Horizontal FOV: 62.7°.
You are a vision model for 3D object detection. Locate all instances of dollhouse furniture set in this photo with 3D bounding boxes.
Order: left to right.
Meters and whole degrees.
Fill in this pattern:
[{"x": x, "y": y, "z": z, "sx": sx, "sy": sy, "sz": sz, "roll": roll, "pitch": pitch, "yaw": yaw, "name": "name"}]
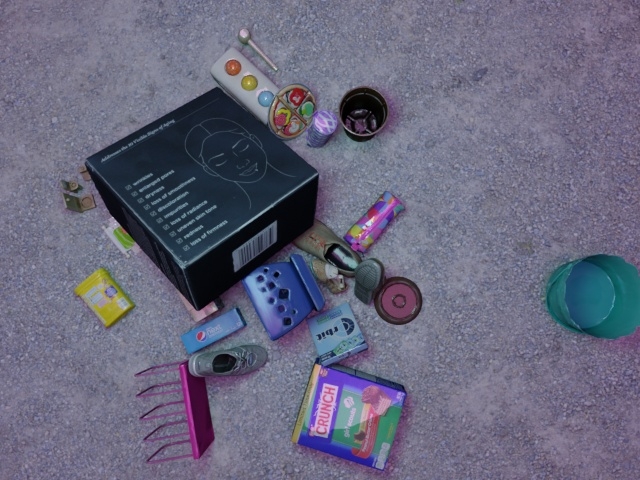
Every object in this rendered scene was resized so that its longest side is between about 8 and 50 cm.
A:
[{"x": -0.800, "y": -0.192, "z": 1.811, "sx": 0.151, "sy": 0.123, "sz": 0.143, "roll": -18, "pitch": 86, "yaw": 0, "name": "dollhouse furniture set"}]

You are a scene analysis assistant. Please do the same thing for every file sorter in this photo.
[{"x": -0.478, "y": 0.546, "z": 1.712, "sx": 0.183, "sy": 0.202, "sz": 0.290, "roll": -11, "pitch": 86, "yaw": 2, "name": "file sorter"}]

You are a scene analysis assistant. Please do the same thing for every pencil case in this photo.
[{"x": 0.000, "y": -0.375, "z": 1.773, "sx": 0.086, "sy": 0.206, "sz": 0.088, "roll": -44, "pitch": 94, "yaw": -11, "name": "pencil case"}, {"x": 0.182, "y": -0.059, "z": 1.795, "sx": 0.104, "sy": 0.104, "sz": 0.236, "roll": 40, "pitch": 87, "yaw": 4, "name": "pencil case"}]

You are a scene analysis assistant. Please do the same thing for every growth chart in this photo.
[{"x": -0.650, "y": -0.069, "z": 1.851, "sx": 0.172, "sy": 0.021, "sz": 0.237, "roll": 40, "pitch": 88, "yaw": 3, "name": "growth chart"}]

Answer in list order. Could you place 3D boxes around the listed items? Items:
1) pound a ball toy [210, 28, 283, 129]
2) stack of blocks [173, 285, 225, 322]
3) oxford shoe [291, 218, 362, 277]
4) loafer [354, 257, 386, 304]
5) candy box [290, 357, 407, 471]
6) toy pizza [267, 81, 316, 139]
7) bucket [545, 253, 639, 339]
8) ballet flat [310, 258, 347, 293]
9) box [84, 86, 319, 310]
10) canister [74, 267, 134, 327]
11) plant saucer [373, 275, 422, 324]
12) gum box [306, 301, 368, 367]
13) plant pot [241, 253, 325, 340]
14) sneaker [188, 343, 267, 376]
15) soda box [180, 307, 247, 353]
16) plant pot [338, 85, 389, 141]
[{"x": -0.229, "y": -0.573, "z": 1.823, "sx": 0.319, "sy": 0.136, "sz": 0.208, "roll": 44, "pitch": 88, "yaw": 3, "name": "pound a ball toy"}, {"x": -0.436, "y": 0.120, "z": 1.757, "sx": 0.087, "sy": 0.171, "sz": 0.297, "roll": -32, "pitch": 87, "yaw": -1, "name": "stack of blocks"}, {"x": 0.000, "y": 0.000, "z": 1.777, "sx": 0.348, "sy": 0.130, "sz": 0.122, "roll": 32, "pitch": 87, "yaw": 3, "name": "oxford shoe"}, {"x": 0.166, "y": 0.119, "z": 1.724, "sx": 0.094, "sy": 0.251, "sz": 0.087, "roll": 38, "pitch": 64, "yaw": 15, "name": "loafer"}, {"x": 0.093, "y": 0.568, "z": 1.738, "sx": 0.318, "sy": 0.122, "sz": 0.268, "roll": 17, "pitch": 87, "yaw": 4, "name": "candy box"}, {"x": -0.091, "y": -0.436, "z": 1.789, "sx": 0.201, "sy": 0.201, "sz": 0.032, "roll": -50, "pitch": 51, "yaw": -2, "name": "toy pizza"}, {"x": 0.891, "y": 0.182, "z": 1.721, "sx": 0.282, "sy": 0.183, "sz": 0.280, "roll": 0, "pitch": 85, "yaw": 2, "name": "bucket"}, {"x": 0.036, "y": 0.114, "z": 1.739, "sx": 0.067, "sy": 0.206, "sz": 0.073, "roll": -10, "pitch": 60, "yaw": 21, "name": "ballet flat"}, {"x": -0.338, "y": -0.139, "z": 1.585, "sx": 0.480, "sy": 0.297, "sz": 0.472, "roll": -37, "pitch": 68, "yaw": -24, "name": "box"}, {"x": -0.740, "y": 0.199, "z": 1.807, "sx": 0.126, "sy": 0.073, "sz": 0.170, "roll": -41, "pitch": 87, "yaw": -2, "name": "canister"}, {"x": 0.269, "y": 0.207, "z": 1.808, "sx": 0.169, "sy": 0.029, "sz": 0.168, "roll": 0, "pitch": 86, "yaw": 0, "name": "plant saucer"}, {"x": 0.053, "y": 0.310, "z": 1.744, "sx": 0.157, "sy": 0.041, "sz": 0.184, "roll": -23, "pitch": 45, "yaw": 0, "name": "gum box"}, {"x": -0.115, "y": 0.175, "z": 1.722, "sx": 0.212, "sy": 0.236, "sz": 0.235, "roll": -26, "pitch": 85, "yaw": -7, "name": "plant pot"}, {"x": -0.278, "y": 0.399, "z": 1.702, "sx": 0.282, "sy": 0.115, "sz": 0.105, "roll": -2, "pitch": 85, "yaw": -44, "name": "sneaker"}, {"x": -0.363, "y": 0.307, "z": 1.793, "sx": 0.210, "sy": 0.067, "sz": 0.071, "roll": -27, "pitch": 85, "yaw": -1, "name": "soda box"}, {"x": 0.143, "y": -0.414, "z": 1.789, "sx": 0.167, "sy": 0.165, "sz": 0.166, "roll": 0, "pitch": 85, "yaw": 2, "name": "plant pot"}]
